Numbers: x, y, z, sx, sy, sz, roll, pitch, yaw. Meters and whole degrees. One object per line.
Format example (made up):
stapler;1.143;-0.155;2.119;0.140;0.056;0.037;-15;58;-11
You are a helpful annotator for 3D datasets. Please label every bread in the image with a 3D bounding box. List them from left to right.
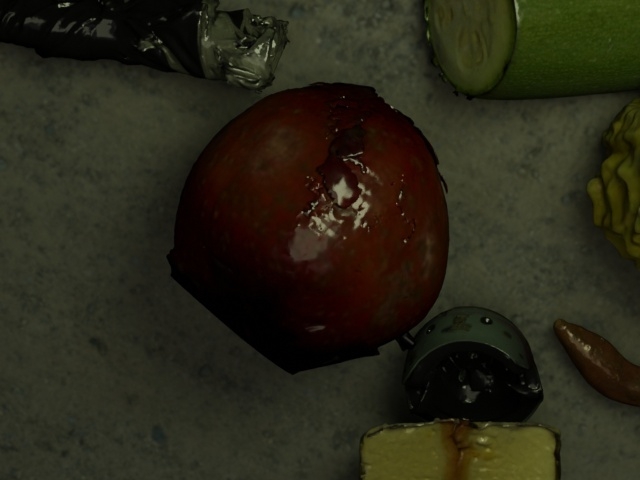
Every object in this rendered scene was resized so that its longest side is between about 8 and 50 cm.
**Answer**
bread;0.152;0.285;1.702;0.240;0.135;0.178;-2;149;4

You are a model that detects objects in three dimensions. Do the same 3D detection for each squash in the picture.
squash;0.264;-0.244;1.606;0.260;0.189;0.189;-10;108;-24

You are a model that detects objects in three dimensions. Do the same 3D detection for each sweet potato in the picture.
sweet potato;0.344;0.155;1.737;0.202;0.058;0.055;32;62;-11

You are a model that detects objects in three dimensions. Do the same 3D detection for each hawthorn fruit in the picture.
hawthorn fruit;-0.012;-0.011;1.588;0.316;0.316;0.316;1;106;3

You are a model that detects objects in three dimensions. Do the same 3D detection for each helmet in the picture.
helmet;0.170;0.139;1.710;0.153;0.107;0.177;-10;142;11

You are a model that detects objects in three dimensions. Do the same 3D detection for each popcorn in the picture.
popcorn;0.404;-0.058;1.584;0.249;0.225;0.249;0;101;1

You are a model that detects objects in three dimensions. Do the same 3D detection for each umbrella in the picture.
umbrella;-0.213;-0.234;1.620;0.357;0.113;0.106;9;105;3
